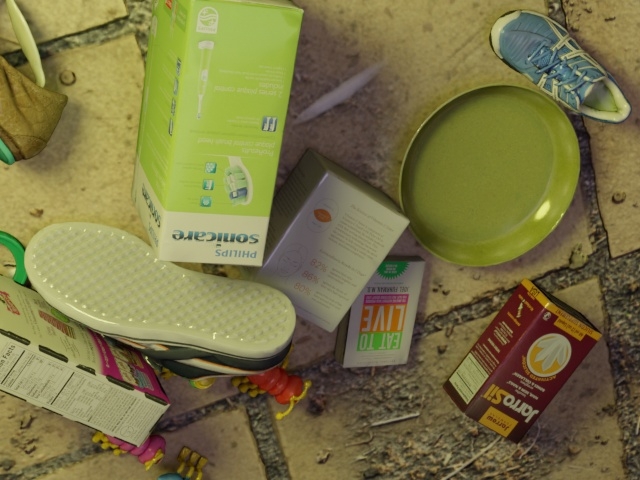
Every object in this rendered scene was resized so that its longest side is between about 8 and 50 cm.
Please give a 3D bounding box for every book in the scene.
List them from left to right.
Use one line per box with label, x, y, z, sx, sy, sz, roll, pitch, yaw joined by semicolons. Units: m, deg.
book;0.076;0.089;1.653;0.096;0.035;0.144;0;110;-21

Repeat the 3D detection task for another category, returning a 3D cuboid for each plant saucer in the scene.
plant saucer;0.207;-0.084;1.614;0.241;0.037;0.240;-6;113;-14

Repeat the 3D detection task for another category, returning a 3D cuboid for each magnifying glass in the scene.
magnifying glass;-0.450;0.045;1.481;0.231;0.026;0.092;-14;115;-13

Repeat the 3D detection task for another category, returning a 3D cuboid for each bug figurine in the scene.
bug figurine;-0.152;0.226;1.616;0.216;0.072;0.279;31;101;-25

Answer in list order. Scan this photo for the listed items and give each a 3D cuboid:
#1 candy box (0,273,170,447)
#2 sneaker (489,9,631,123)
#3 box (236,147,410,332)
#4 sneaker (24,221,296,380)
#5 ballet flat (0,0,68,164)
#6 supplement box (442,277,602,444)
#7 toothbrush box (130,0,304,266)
candy box;-0.299;0.131;1.470;0.233;0.159;0.071;31;100;-32
sneaker;0.296;-0.210;1.564;0.211;0.081;0.080;27;104;-23
box;0.000;0.000;1.557;0.130;0.091;0.170;30;101;-24
sneaker;-0.189;0.084;1.504;0.321;0.126;0.127;20;151;5
ballet flat;-0.384;-0.234;1.346;0.124;0.116;0.342;-48;119;-17
supplement box;0.265;0.160;1.708;0.104;0.081;0.188;31;101;-25
toothbrush box;-0.120;-0.140;1.399;0.122;0.206;0.283;4;110;-19
